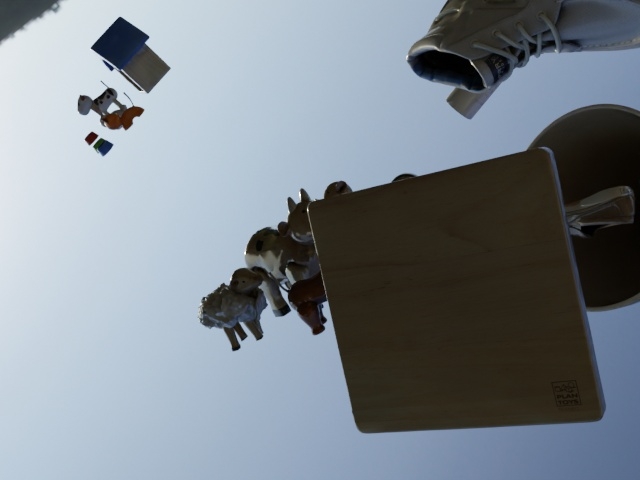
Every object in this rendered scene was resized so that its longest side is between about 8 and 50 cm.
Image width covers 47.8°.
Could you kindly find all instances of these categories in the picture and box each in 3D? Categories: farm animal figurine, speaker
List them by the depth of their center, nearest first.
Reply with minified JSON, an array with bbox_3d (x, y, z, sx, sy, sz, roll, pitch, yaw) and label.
[{"bbox_3d":[0.000,0.000,1.080,0.327,0.172,0.330,-20,-169,39],"label":"farm animal figurine"},{"bbox_3d":[0.258,-0.257,1.133,0.136,0.055,0.055,-52,-148,25],"label":"speaker"}]

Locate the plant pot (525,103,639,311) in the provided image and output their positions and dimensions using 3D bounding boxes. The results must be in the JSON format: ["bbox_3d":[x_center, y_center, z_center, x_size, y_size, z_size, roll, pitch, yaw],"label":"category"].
[{"bbox_3d":[0.441,-0.036,0.970,0.256,0.274,0.256,-5,-96,54],"label":"plant pot"}]

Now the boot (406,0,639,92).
[{"bbox_3d":[0.196,-0.184,0.672,0.123,0.095,0.258,-50,-147,-14],"label":"boot"}]

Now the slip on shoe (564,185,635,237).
[{"bbox_3d":[0.295,-0.021,0.818,0.135,0.051,0.041,-25,-111,50],"label":"slip on shoe"}]

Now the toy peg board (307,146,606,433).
[{"bbox_3d":[0.094,0.034,0.479,0.161,0.160,0.079,-12,-177,30],"label":"toy peg board"}]

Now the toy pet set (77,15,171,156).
[{"bbox_3d":[-0.200,-0.147,0.680,0.114,0.065,0.122,-51,-154,-8],"label":"toy pet set"}]
